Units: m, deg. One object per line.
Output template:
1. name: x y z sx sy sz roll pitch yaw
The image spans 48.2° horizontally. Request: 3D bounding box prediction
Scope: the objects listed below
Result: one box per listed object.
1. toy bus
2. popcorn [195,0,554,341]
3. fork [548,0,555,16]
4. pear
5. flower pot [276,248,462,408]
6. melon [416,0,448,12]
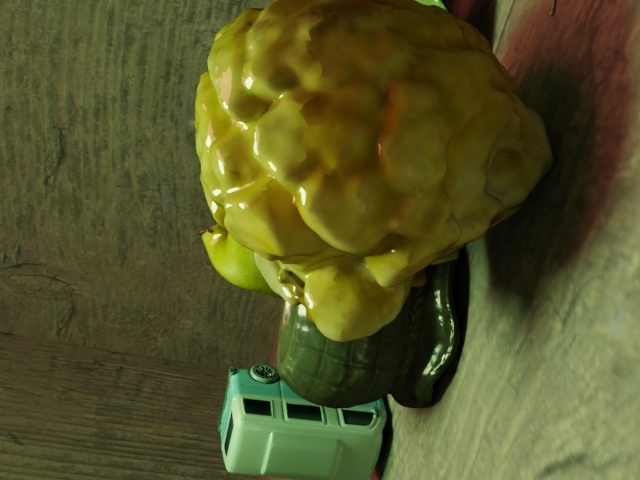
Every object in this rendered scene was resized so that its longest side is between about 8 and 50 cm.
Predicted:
1. toy bus: -0.023 0.308 1.166 0.165 0.271 0.133 -110 31 -65
2. popcorn: 0.038 -0.112 0.762 0.354 0.344 0.390 63 -179 -52
3. fork: 0.263 -0.305 0.800 0.016 0.012 0.115 120 155 -82
4. pear: 0.000 0.000 1.276 0.191 0.386 0.340 65 150 4
5. flower pot: 0.062 0.083 1.008 0.302 0.213 0.301 -169 90 -83
6. melon: 0.096 -0.245 1.097 0.226 0.343 0.331 -38 -10 -38
